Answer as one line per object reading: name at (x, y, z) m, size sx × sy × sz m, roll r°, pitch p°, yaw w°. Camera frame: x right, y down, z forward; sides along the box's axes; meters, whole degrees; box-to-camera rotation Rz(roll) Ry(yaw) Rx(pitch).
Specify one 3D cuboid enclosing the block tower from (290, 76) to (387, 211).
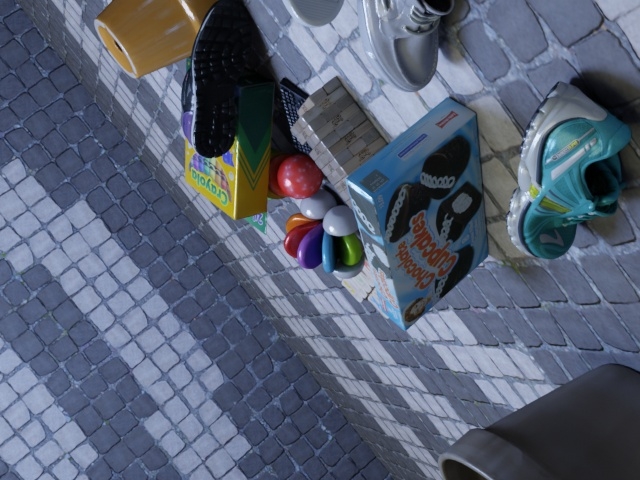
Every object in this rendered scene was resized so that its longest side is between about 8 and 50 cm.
block tower at (0.084, -0.097, 1.447) m, size 0.335 × 0.091 × 0.097 m, roll 52°, pitch 165°, yaw -2°

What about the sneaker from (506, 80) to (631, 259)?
sneaker at (0.279, -0.054, 0.995) m, size 0.110 × 0.107 × 0.275 m, roll 32°, pitch 158°, yaw 24°

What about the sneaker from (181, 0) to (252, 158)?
sneaker at (-0.207, -0.299, 1.586) m, size 0.124 × 0.107 × 0.283 m, roll 43°, pitch 127°, yaw 47°

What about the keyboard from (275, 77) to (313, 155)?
keyboard at (-0.044, -0.224, 1.641) m, size 0.108 × 0.023 × 0.180 m, roll 42°, pitch 162°, yaw 29°

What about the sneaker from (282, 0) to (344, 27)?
sneaker at (-0.036, -0.355, 1.088) m, size 0.151 × 0.094 × 0.256 m, roll 129°, pitch 129°, yaw -71°

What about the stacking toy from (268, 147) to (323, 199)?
stacking toy at (-0.098, -0.137, 1.832) m, size 0.330 × 0.141 × 0.141 m, roll 10°, pitch 137°, yaw 57°

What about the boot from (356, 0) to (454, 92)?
boot at (0.103, -0.263, 1.001) m, size 0.123 × 0.095 × 0.258 m, roll 43°, pitch 163°, yaw 48°

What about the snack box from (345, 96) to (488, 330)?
snack box at (0.147, -0.026, 1.252) m, size 0.060 × 0.187 × 0.322 m, roll 40°, pitch 161°, yaw 34°

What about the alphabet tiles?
alphabet tiles at (0.070, 0.057, 1.968) m, size 0.278 × 0.021 × 0.284 m, roll 49°, pitch 165°, yaw 7°

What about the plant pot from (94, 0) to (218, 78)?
plant pot at (-0.305, -0.404, 1.645) m, size 0.205 × 0.188 × 0.205 m, roll 45°, pitch 163°, yaw 17°

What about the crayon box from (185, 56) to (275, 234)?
crayon box at (-0.185, -0.184, 1.753) m, size 0.203 × 0.083 × 0.323 m, roll 35°, pitch 131°, yaw 43°

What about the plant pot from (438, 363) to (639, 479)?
plant pot at (0.379, 0.338, 1.261) m, size 0.323 × 0.280 × 0.323 m, roll 46°, pitch 164°, yaw 18°

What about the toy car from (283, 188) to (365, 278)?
toy car at (0.000, 0.000, 1.775) m, size 0.182 × 0.136 × 0.159 m, roll 37°, pitch 145°, yaw 40°
